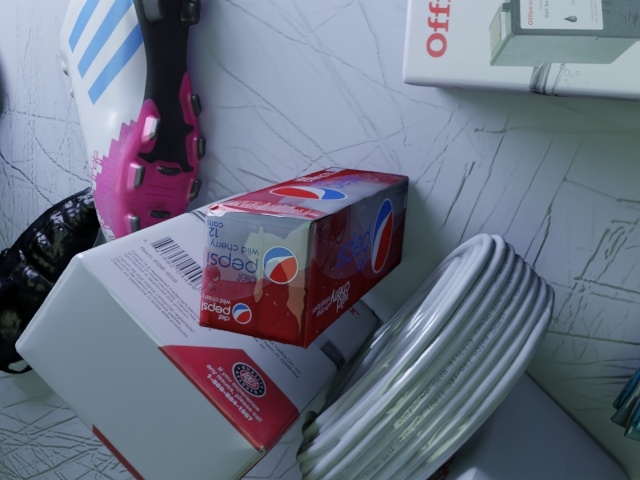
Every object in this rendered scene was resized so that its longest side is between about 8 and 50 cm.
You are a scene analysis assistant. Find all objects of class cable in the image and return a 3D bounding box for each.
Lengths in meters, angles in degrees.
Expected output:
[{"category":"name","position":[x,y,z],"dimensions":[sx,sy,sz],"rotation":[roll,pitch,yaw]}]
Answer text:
[{"category":"cable","position":[0.082,0.111,0.610],"dimensions":[0.089,0.257,0.257],"rotation":[41,100,4]}]

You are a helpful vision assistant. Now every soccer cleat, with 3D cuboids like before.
[{"category":"soccer cleat","position":[-0.196,-0.147,0.746],"dimensions":[0.143,0.116,0.332],"rotation":[10,100,29]}]

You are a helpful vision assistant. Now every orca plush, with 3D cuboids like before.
[{"category":"orca plush","position":[-0.307,0.051,0.821],"dimensions":[0.287,0.102,0.151],"rotation":[-39,87,22]}]

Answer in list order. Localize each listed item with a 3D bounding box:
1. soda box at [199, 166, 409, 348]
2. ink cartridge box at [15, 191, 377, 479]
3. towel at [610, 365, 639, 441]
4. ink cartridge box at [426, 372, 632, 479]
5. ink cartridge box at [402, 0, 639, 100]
[{"category":"soda box","position":[0.000,0.000,0.612],"dimensions":[0.083,0.263,0.092],"rotation":[9,104,19]},{"category":"ink cartridge box","position":[-0.087,0.081,0.659],"dimensions":[0.197,0.273,0.114],"rotation":[45,115,6]},{"category":"towel","position":[0.458,0.117,0.565],"dimensions":[0.370,0.040,0.272],"rotation":[26,110,4]},{"category":"ink cartridge box","position":[0.068,0.311,0.647],"dimensions":[0.160,0.279,0.385],"rotation":[48,112,7]},{"category":"ink cartridge box","position":[0.210,-0.210,0.573],"dimensions":[0.272,0.114,0.199],"rotation":[7,104,18]}]
